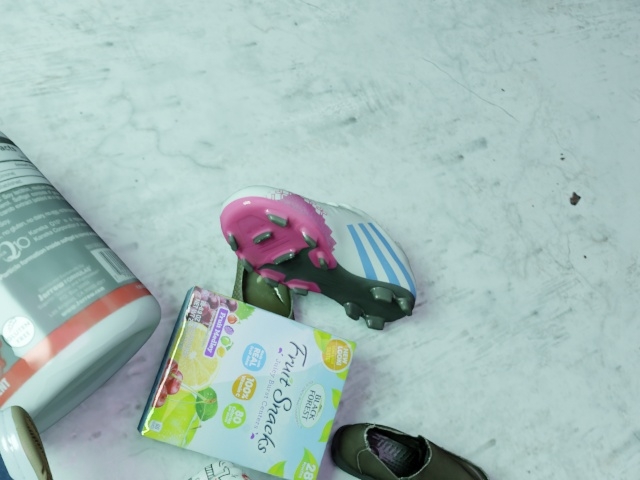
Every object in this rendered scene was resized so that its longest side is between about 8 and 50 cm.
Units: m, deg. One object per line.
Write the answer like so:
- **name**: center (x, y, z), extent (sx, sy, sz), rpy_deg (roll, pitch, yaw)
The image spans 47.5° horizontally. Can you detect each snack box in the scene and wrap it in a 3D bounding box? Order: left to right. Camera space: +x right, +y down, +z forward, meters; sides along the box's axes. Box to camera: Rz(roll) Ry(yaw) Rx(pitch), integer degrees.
- **snack box**: center (-0.083, 0.168, 0.845), extent (0.207, 0.070, 0.174), rpy_deg (21, 76, -15)

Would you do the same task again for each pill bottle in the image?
- **pill bottle**: center (-0.355, 0.012, 0.743), extent (0.363, 0.210, 0.210), rpy_deg (47, 56, 4)

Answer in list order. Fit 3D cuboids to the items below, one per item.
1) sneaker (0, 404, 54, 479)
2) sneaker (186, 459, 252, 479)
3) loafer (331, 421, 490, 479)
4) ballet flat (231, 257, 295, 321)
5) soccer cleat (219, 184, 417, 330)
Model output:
- **sneaker**: center (-0.296, 0.281, 0.626), extent (0.153, 0.282, 0.099), rpy_deg (-13, 28, -22)
- **sneaker**: center (-0.146, 0.356, 0.740), extent (0.145, 0.090, 0.270), rpy_deg (34, 80, 36)
- **loafer**: center (0.122, 0.284, 0.898), extent (0.220, 0.078, 0.080), rpy_deg (21, 58, -13)
- **ballet flat**: center (-0.071, 0.044, 0.945), extent (0.084, 0.058, 0.250), rpy_deg (7, 63, -20)
- **soccer cleat**: center (0.000, 0.000, 0.932), extent (0.331, 0.116, 0.143), rpy_deg (34, 39, -39)
